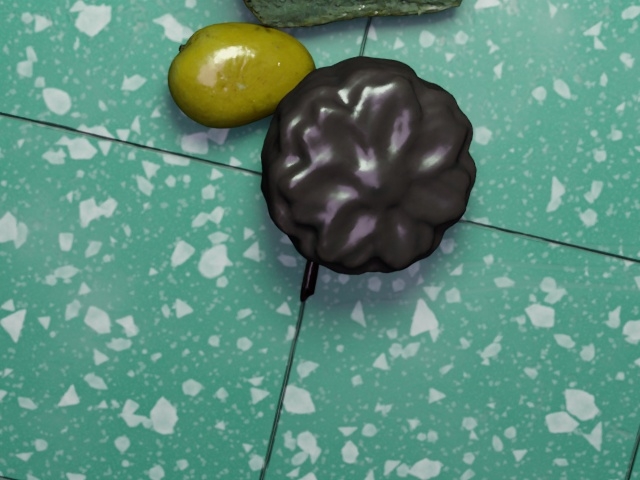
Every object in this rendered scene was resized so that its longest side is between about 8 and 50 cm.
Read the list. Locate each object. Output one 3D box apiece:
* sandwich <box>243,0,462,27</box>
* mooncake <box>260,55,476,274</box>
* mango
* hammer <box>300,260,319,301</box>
[{"bbox_3d":[0.036,-0.378,1.409,0.301,0.271,0.099,-7,54,1],"label":"sandwich"},{"bbox_3d":[0.063,-0.091,1.472,0.283,0.141,0.283,-4,107,-14],"label":"mooncake"},{"bbox_3d":[-0.101,-0.215,1.506,0.195,0.098,0.137,0,99,-12],"label":"mango"},{"bbox_3d":[0.000,0.000,1.570,0.065,0.021,0.178,11,98,-2],"label":"hammer"}]
